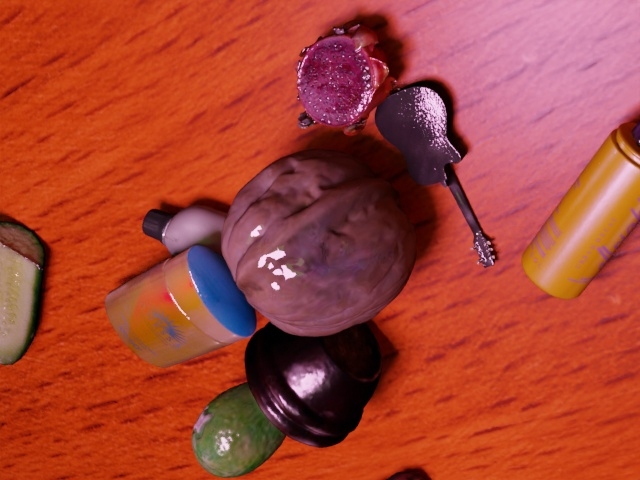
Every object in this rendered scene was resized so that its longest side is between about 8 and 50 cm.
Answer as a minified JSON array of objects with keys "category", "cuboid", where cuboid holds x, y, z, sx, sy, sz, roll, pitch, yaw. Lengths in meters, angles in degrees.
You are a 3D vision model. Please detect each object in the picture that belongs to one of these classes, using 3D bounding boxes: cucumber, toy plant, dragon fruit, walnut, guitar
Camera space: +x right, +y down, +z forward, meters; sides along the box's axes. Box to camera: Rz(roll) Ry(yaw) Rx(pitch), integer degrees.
[{"category":"cucumber","cuboid":[-0.470,0.085,1.608,0.115,0.063,0.244,24,125,6]},{"category":"toy plant","cuboid":[-0.041,0.195,1.340,0.235,0.218,0.175,-44,80,28]},{"category":"dragon fruit","cuboid":[0.033,-0.181,1.186,0.112,0.068,0.126,19,113,27]},{"category":"walnut","cuboid":[0.000,0.000,1.212,0.224,0.224,0.224,13,121,23]},{"category":"guitar","cuboid":[0.142,-0.070,1.207,0.088,0.025,0.233,-20,104,34]}]

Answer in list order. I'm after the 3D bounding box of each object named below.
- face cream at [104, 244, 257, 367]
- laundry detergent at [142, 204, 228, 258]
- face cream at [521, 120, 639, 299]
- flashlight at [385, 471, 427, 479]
[{"category":"face cream","cuboid":[-0.185,0.093,1.401,0.139,0.067,0.285,49,146,-11]},{"category":"laundry detergent","cuboid":[-0.131,0.010,1.375,0.226,0.070,0.099,19,130,19]},{"category":"face cream","cuboid":[0.307,-0.056,1.090,0.078,0.078,0.273,35,127,8]},{"category":"flashlight","cuboid":[0.048,0.378,1.463,0.232,0.093,0.093,-22,103,36]}]
